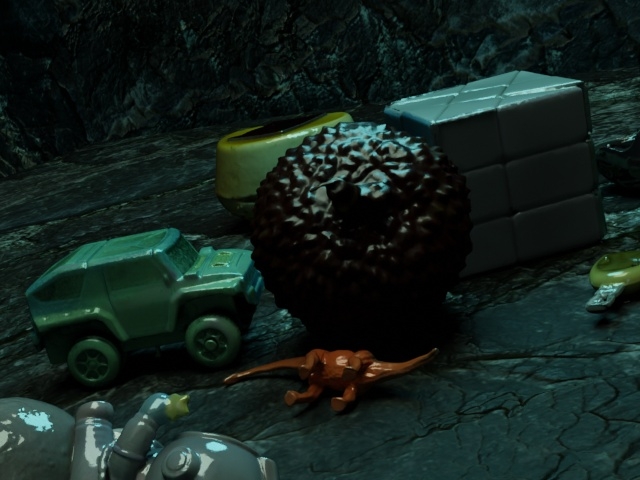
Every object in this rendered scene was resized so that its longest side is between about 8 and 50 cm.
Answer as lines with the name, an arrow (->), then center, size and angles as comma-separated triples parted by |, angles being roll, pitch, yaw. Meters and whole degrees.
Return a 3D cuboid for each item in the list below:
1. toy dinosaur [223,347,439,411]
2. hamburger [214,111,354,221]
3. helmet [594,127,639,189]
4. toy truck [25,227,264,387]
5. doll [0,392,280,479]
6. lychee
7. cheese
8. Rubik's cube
toy dinosaur -> 0.000, 0.140, 1.022 | 0.280, 0.055, 0.101 | -5, 7, 28
hamburger -> -0.052, -0.128, 1.799 | 0.300, 0.176, 0.300 | -12, 15, 3
helmet -> 0.513, -0.129, 1.520 | 0.153, 0.107, 0.177 | -26, 1, -35
toy truck -> -0.212, 0.077, 1.214 | 0.279, 0.156, 0.155 | -11, 15, 7
doll -> -0.171, 0.200, 0.785 | 0.287, 0.150, 0.151 | -1, 17, 15
lychee -> 0.048, -0.010, 1.130 | 0.264, 0.264, 0.300 | -9, -16, 9
cheese -> 0.339, 0.049, 1.119 | 0.086, 0.036, 0.162 | -3, 17, 34
Rubik's cube -> 0.239, -0.099, 1.372 | 0.222, 0.224, 0.231 | -16, 16, -9
